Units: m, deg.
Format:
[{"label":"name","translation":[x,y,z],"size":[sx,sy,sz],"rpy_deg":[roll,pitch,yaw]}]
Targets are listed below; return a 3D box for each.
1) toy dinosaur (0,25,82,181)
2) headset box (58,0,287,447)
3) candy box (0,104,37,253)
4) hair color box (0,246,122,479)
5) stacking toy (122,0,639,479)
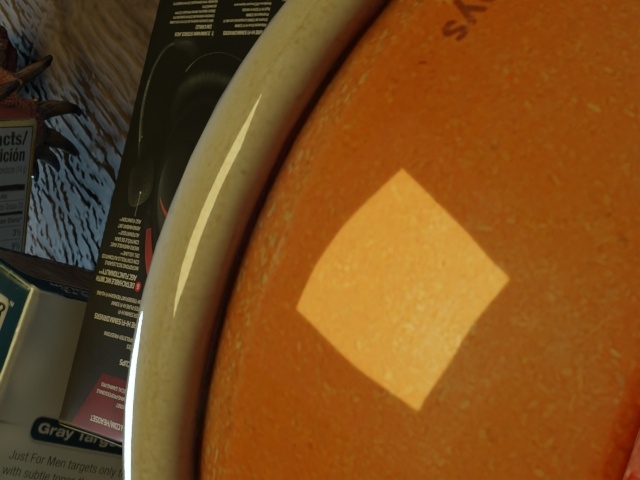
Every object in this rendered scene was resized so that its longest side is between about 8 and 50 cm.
[{"label":"toy dinosaur","translation":[-0.263,-0.104,1.185],"size":[0.200,0.127,0.296],"rpy_deg":[-41,38,26]},{"label":"headset box","translation":[0.000,0.000,0.753],"size":[0.218,0.110,0.293],"rpy_deg":[7,83,51]},{"label":"candy box","translation":[-0.270,0.060,0.994],"size":[0.183,0.087,0.316],"rpy_deg":[20,109,41]},{"label":"hair color box","translation":[-0.168,0.189,0.922],"size":[0.105,0.174,0.347],"rpy_deg":[27,98,51]},{"label":"stacking toy","translation":[0.208,0.092,0.401],"size":[0.480,0.350,0.350],"rpy_deg":[27,98,45]}]
